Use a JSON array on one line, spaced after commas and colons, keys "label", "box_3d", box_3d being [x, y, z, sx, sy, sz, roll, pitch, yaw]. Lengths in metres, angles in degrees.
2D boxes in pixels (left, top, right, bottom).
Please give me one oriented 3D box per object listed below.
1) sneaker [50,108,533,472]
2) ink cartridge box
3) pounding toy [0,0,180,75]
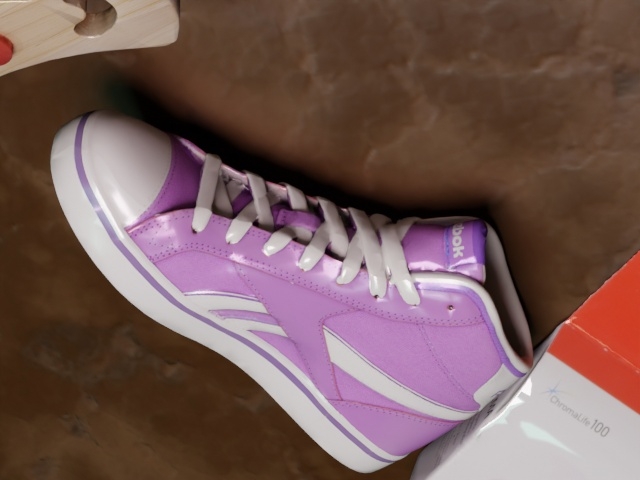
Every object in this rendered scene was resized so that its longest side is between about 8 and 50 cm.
[{"label": "sneaker", "box_3d": [0.000, -0.001, 1.066, 0.161, 0.102, 0.282, -32, 124, 33]}, {"label": "ink cartridge box", "box_3d": [0.184, 0.129, 1.133, 0.189, 0.066, 0.232, 34, 135, -9]}, {"label": "pounding toy", "box_3d": [-0.156, -0.169, 0.992, 0.154, 0.155, 0.269, 16, 149, -34]}]
